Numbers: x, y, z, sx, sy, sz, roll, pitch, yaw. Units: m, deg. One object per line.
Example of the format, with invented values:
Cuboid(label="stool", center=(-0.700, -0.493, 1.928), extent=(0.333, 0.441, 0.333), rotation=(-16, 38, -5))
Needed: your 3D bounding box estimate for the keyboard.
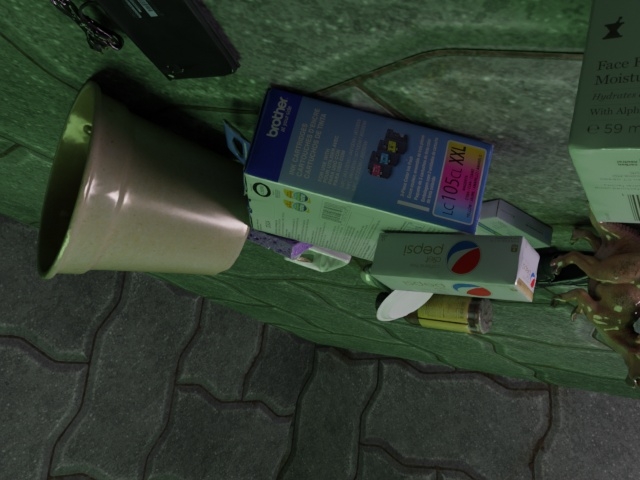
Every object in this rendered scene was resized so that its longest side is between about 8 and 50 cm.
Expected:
Cuboid(label="keyboard", center=(-0.243, -0.293, 0.704), extent=(0.201, 0.033, 0.317), rotation=(2, 160, 20))

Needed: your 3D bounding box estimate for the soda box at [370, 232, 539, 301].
Cuboid(label="soda box", center=(0.182, 0.035, 0.819), extent=(0.216, 0.069, 0.074), rotation=(1, 159, 38))

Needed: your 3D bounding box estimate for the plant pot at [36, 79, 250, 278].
Cuboid(label="plant pot", center=(-0.299, -0.072, 1.052), extent=(0.305, 0.334, 0.334), rotation=(13, 168, -33))

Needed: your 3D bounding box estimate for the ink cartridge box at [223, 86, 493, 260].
Cuboid(label="ink cartridge box", center=(0.030, -0.085, 0.933), extent=(0.395, 0.151, 0.270), rotation=(13, 164, 0))

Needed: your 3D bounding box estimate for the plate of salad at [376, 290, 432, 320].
Cuboid(label="plate of salad", center=(0.228, 0.142, 1.551), extent=(0.048, 0.200, 0.200), rotation=(57, -174, 29))

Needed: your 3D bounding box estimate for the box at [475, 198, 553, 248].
Cuboid(label="box", center=(0.309, -0.020, 1.106), extent=(0.145, 0.038, 0.186), rotation=(24, 163, -28))

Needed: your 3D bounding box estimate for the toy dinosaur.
Cuboid(label="toy dinosaur", center=(0.495, 0.076, 0.958), extent=(0.200, 0.296, 0.127), rotation=(7, -162, 41))

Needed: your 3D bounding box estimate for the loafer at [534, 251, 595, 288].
Cuboid(label="loafer", center=(0.455, 0.053, 1.164), extent=(0.223, 0.076, 0.078), rotation=(0, 154, 30))

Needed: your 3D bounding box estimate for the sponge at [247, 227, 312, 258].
Cuboid(label="sponge", center=(-0.039, -0.031, 1.137), extent=(0.117, 0.031, 0.210), rotation=(22, -151, 28))

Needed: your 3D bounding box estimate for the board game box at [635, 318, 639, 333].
Cuboid(label="board game box", center=(0.820, 0.216, 1.239), extent=(0.275, 0.144, 0.142), rotation=(5, 162, 34))

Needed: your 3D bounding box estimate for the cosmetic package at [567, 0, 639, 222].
Cuboid(label="cosmetic package", center=(0.308, -0.122, 0.488), extent=(0.151, 0.184, 0.151), rotation=(4, 161, 35))

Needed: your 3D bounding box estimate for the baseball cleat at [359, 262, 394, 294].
Cuboid(label="baseball cleat", center=(0.206, 0.108, 1.580), extent=(0.205, 0.072, 0.109), rotation=(17, 154, -29))

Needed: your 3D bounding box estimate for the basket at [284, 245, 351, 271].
Cuboid(label="basket", center=(0.000, 0.000, 1.342), extent=(0.113, 0.103, 0.167), rotation=(20, 163, -15))

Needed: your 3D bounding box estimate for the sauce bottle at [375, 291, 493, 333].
Cuboid(label="sauce bottle", center=(0.319, 0.196, 1.709), extent=(0.344, 0.111, 0.111), rotation=(4, 161, 38))
